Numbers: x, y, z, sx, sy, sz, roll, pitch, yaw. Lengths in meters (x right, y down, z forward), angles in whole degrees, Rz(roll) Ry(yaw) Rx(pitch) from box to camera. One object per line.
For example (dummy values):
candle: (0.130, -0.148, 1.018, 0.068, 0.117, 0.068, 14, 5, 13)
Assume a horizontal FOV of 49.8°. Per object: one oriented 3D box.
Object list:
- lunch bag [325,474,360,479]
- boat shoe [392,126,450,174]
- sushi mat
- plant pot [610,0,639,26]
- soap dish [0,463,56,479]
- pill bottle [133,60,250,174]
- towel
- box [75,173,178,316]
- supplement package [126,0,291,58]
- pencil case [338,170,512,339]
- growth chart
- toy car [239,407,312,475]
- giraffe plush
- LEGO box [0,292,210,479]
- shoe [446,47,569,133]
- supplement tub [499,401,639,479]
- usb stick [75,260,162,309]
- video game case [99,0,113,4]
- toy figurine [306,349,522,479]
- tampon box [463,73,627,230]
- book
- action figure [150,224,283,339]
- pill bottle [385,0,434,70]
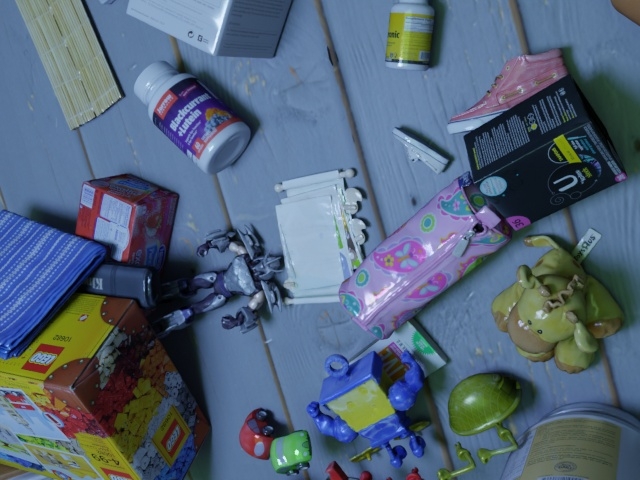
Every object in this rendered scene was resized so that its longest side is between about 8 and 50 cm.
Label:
lunch bag: (0.116, 0.546, 1.147, 0.287, 0.169, 0.235, 1, 102, 31)
boat shoe: (0.146, -0.135, 1.046, 0.100, 0.035, 0.035, 34, 112, 8)
sushi mat: (-0.483, -0.379, 1.301, 0.151, 0.019, 0.316, -21, 93, 27)
plant pot: (0.451, -0.313, 0.733, 0.203, 0.291, 0.290, 33, 115, 33)
soap dish: (-0.631, 0.583, 1.497, 0.118, 0.229, 0.290, 29, 114, 36)
pill bottle: (-0.220, -0.212, 1.162, 0.193, 0.108, 0.108, 43, 117, 11)
towel: (-0.554, 0.060, 1.212, 0.336, 0.243, 0.040, 16, 147, 34)
box: (-0.370, 0.019, 1.282, 0.128, 0.123, 0.256, 23, 111, 20)
supplement package: (-0.136, -0.443, 1.026, 0.175, 0.177, 0.293, 29, 113, 18)
pencil case: (0.155, 0.028, 1.031, 0.284, 0.124, 0.124, -43, 82, 28)
growth chart: (0.000, 0.000, 1.156, 0.172, 0.021, 0.237, 0, 102, 25)
toy car: (-0.081, 0.376, 1.169, 0.225, 0.053, 0.239, -51, 42, 48)
giraffe plush: (0.319, 0.095, 0.938, 0.181, 0.170, 0.210, 20, 110, 21)
LEGO box: (-0.513, 0.276, 1.292, 0.500, 0.193, 0.372, 4, 134, 25)
shoe: (0.257, -0.206, 0.961, 0.178, 0.063, 0.081, -14, 95, 23)
supplement tub: (0.345, 0.372, 0.900, 0.241, 0.331, 0.241, 6, 104, 25)
usb stick: (-0.396, 0.072, 1.210, 0.278, 0.045, 0.077, 4, 105, 26)
video game case: (-0.323, -0.570, 1.174, 0.285, 0.025, 0.204, -27, 90, 28)
toy figurine: (0.095, 0.257, 1.053, 0.362, 0.191, 0.217, -34, 98, 25)
tampon box: (0.293, -0.111, 0.913, 0.161, 0.101, 0.120, -30, 130, 28)
book: (0.125, 0.200, 1.139, 0.096, 0.035, 0.144, 49, 117, 2)
action figure: (-0.184, 0.086, 1.222, 0.285, 0.099, 0.185, -24, 74, 24)
pill bottle: (0.130, -0.306, 0.994, 0.065, 0.065, 0.116, 12, 106, 23)
